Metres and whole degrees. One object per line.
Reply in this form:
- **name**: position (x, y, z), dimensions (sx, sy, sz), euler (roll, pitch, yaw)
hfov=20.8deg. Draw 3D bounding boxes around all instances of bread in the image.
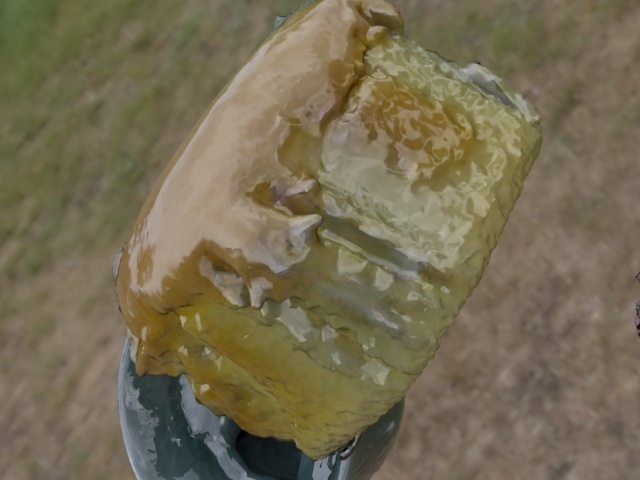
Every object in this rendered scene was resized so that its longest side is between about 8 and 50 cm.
- **bread**: position (-0.004, 0.007, 0.900), dimensions (0.252, 0.174, 0.133), euler (-55, 7, 13)

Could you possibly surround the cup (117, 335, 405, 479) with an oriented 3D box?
- **cup**: position (-0.016, 0.106, 1.173), dimensions (0.199, 0.150, 0.199), euler (5, 99, 36)

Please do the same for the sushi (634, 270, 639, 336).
- **sushi**: position (0.306, 0.069, 1.567), dimensions (0.047, 0.099, 0.050), euler (-22, 18, -24)
